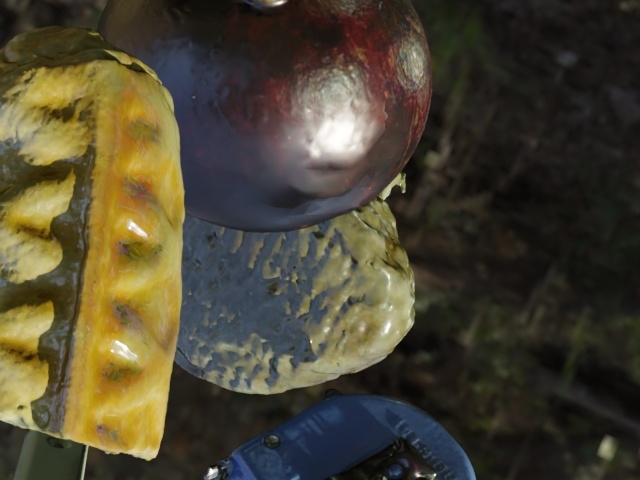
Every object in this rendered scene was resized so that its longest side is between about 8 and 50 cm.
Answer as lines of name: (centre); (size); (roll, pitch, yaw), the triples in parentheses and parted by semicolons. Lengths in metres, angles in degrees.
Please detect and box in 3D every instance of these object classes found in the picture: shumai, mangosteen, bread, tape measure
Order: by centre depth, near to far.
bread: (-0.126, -0.002, 1.047); (0.128, 0.232, 0.088); (11, 159, -37)
mangosteen: (-0.057, -0.163, 1.799); (0.330, 0.330, 0.330); (25, 166, 7)
tape measure: (0.076, 0.292, 1.824); (0.351, 0.215, 0.098); (48, 148, 22)
shumai: (0.000, 0.000, 2.129); (0.330, 0.292, 0.288); (14, -162, 31)

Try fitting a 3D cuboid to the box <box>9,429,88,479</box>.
box: (-0.188, 0.262, 1.146); (0.045, 0.270, 0.211); (14, -161, -6)
